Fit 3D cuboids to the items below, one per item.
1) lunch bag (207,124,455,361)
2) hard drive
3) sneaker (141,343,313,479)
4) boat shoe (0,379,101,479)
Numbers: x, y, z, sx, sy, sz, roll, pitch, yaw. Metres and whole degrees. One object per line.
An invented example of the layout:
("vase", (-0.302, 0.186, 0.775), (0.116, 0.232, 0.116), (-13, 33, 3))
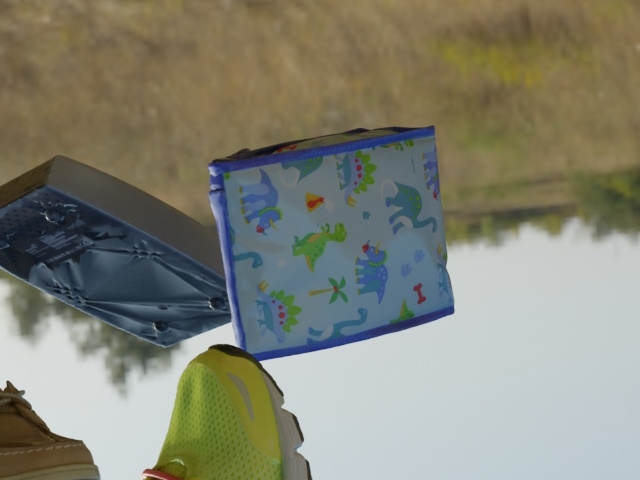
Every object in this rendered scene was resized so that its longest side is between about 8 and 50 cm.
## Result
("lunch bag", (0.000, 0.000, 1.080), (0.151, 0.129, 0.096), (-15, -170, -39))
("hard drive", (-0.187, 0.012, 1.560), (0.254, 0.054, 0.172), (31, 144, -33))
("sneaker", (-0.068, 0.144, 0.713), (0.094, 0.208, 0.081), (13, 175, -32))
("boat shoe", (-0.322, 0.185, 1.596), (0.121, 0.110, 0.341), (3, 174, -41))
